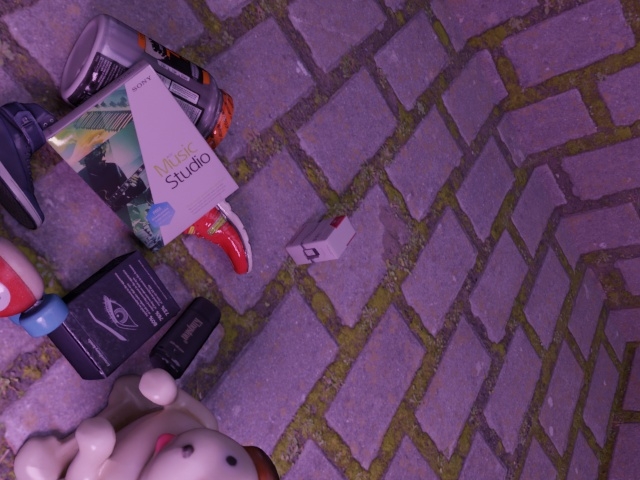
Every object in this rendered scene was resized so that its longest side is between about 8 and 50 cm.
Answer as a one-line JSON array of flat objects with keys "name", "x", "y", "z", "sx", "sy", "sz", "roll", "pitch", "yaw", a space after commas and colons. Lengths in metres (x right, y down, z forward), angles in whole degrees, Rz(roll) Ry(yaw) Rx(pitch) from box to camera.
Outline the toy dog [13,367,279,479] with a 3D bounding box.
[{"name": "toy dog", "x": -0.266, "y": 0.417, "z": 0.989, "sx": 0.284, "sy": 0.407, "sz": 0.396, "roll": -22, "pitch": 95, "yaw": -44}]

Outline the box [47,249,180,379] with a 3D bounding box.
[{"name": "box", "x": -0.401, "y": 0.140, "z": 1.143, "sx": 0.207, "sy": 0.108, "sz": 0.153, "roll": -44, "pitch": 111, "yaw": -41}]

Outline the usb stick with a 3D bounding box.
[{"name": "usb stick", "x": -0.267, "y": 0.190, "z": 1.210, "sx": 0.077, "sy": 0.045, "sz": 0.278, "roll": 48, "pitch": 16, "yaw": -8}]

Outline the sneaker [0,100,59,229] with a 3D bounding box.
[{"name": "sneaker", "x": -0.533, "y": -0.148, "z": 1.105, "sx": 0.163, "sy": 0.086, "sz": 0.226, "roll": -39, "pitch": 106, "yaw": -40}]

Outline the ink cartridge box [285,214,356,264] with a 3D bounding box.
[{"name": "ink cartridge box", "x": 0.000, "y": 0.000, "z": 1.540, "sx": 0.063, "sy": 0.150, "sz": 0.109, "roll": 57, "pitch": 48, "yaw": -23}]

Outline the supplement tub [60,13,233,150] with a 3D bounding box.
[{"name": "supplement tub", "x": -0.352, "y": -0.308, "z": 1.249, "sx": 0.316, "sy": 0.193, "sz": 0.194, "roll": 24, "pitch": 64, "yaw": -39}]

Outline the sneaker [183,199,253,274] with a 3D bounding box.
[{"name": "sneaker", "x": -0.254, "y": -0.034, "z": 1.360, "sx": 0.118, "sy": 0.107, "sz": 0.279, "roll": -34, "pitch": 101, "yaw": -25}]

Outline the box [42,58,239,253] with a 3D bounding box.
[{"name": "box", "x": -0.338, "y": -0.155, "z": 1.180, "sx": 0.232, "sy": 0.058, "sz": 0.322, "roll": -40, "pitch": 128, "yaw": -7}]

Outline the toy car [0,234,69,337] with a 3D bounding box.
[{"name": "toy car", "x": -0.574, "y": 0.099, "z": 0.937, "sx": 0.238, "sy": 0.210, "sz": 0.219, "roll": -45, "pitch": 121, "yaw": -28}]
